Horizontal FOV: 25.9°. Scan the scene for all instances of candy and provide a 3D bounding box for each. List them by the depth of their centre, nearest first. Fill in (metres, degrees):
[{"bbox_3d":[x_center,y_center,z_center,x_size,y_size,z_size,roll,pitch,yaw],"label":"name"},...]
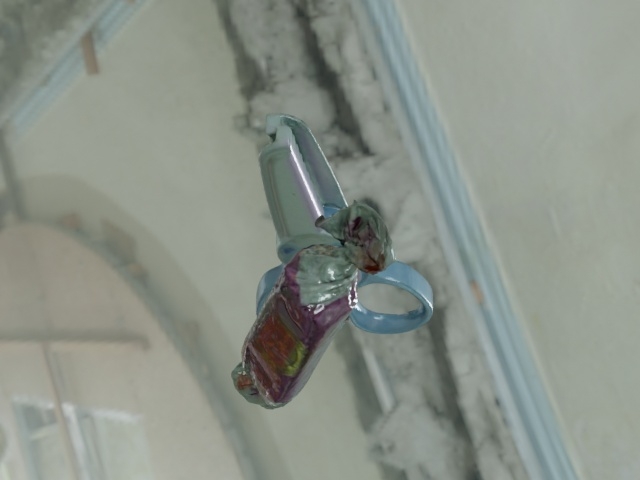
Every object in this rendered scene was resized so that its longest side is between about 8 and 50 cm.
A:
[{"bbox_3d":[-0.010,0.042,0.685,0.045,0.043,0.175,48,-38,16],"label":"candy"}]

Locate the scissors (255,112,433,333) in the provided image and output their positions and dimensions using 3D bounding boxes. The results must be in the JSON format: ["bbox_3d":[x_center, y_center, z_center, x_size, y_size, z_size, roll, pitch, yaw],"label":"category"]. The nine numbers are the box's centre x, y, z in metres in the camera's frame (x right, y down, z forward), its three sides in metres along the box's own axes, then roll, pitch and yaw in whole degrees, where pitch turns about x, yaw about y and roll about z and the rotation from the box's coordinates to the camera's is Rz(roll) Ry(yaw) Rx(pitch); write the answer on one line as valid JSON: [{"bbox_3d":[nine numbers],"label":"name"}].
[{"bbox_3d":[0.000,0.000,0.896,0.256,0.125,0.030,70,20,-59],"label":"scissors"}]
